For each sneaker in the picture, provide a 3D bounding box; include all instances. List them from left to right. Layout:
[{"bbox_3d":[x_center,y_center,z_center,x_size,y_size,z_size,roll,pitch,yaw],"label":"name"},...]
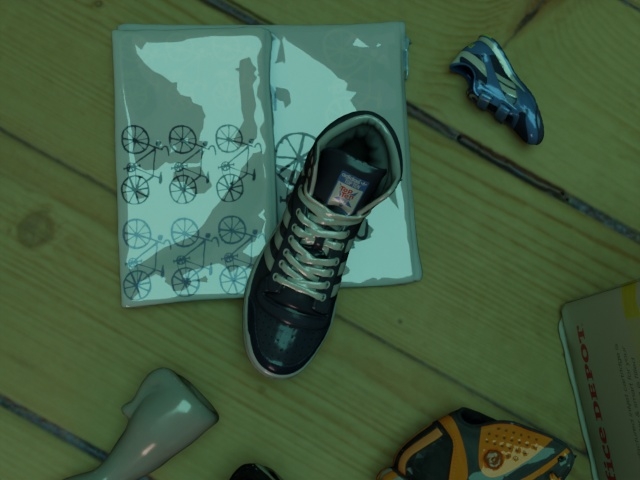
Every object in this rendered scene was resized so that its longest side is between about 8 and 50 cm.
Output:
[{"bbox_3d":[0.000,0.000,0.980,0.099,0.153,0.282,21,77,-8],"label":"sneaker"},{"bbox_3d":[0.202,-0.164,1.118,0.059,0.053,0.144,-30,76,-11],"label":"sneaker"},{"bbox_3d":[0.223,0.306,1.005,0.180,0.124,0.321,-41,87,-10],"label":"sneaker"}]

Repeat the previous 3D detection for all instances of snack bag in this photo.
[{"bbox_3d":[-0.055,-0.090,1.085,0.342,0.037,0.323,-2,80,-7],"label":"snack bag"}]

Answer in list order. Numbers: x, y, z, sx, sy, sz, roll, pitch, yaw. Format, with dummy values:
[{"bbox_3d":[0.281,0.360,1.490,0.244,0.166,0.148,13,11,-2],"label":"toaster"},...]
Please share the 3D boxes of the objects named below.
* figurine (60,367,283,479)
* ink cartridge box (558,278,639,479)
[{"bbox_3d":[-0.160,0.271,0.991,0.209,0.092,0.215,-43,87,-7],"label":"figurine"},{"bbox_3d":[0.394,0.158,0.918,0.160,0.385,0.279,-9,82,-11],"label":"ink cartridge box"}]
